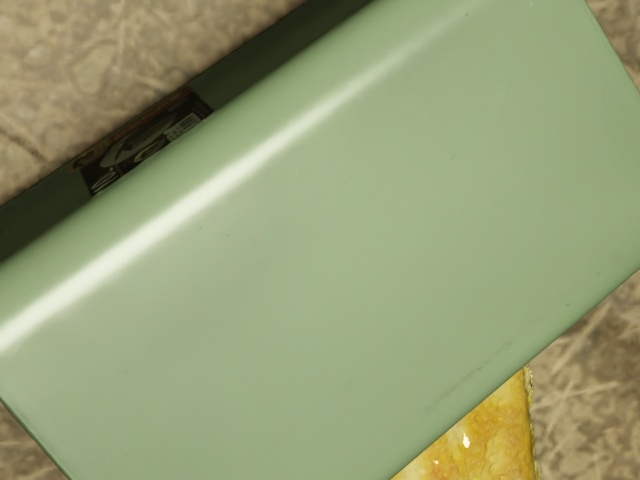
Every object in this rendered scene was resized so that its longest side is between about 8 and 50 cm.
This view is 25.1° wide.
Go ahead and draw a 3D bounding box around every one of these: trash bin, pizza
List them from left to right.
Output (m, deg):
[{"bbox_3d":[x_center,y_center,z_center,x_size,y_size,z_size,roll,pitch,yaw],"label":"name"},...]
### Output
[{"bbox_3d":[0.000,0.000,0.766,0.343,0.158,0.223,-38,111,-4],"label":"trash bin"},{"bbox_3d":[0.051,0.136,0.858,0.188,0.080,0.204,-6,105,-34],"label":"pizza"}]
